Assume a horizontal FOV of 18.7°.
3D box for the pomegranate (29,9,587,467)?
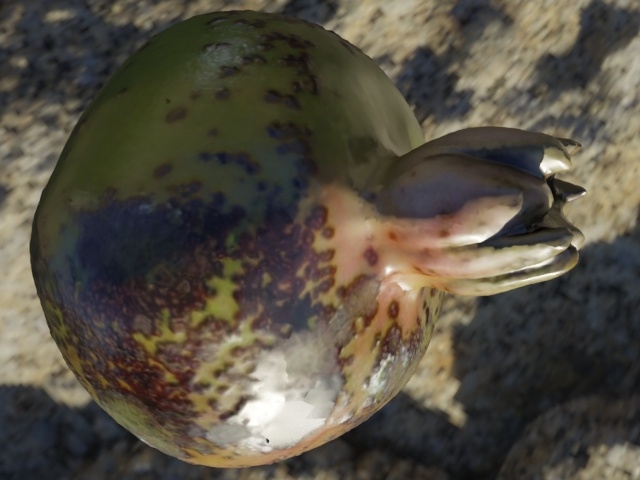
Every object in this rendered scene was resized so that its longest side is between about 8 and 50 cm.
[{"bbox_3d":[0.000,0.000,1.183,0.341,0.285,0.285,-4,109,31],"label":"pomegranate"}]
